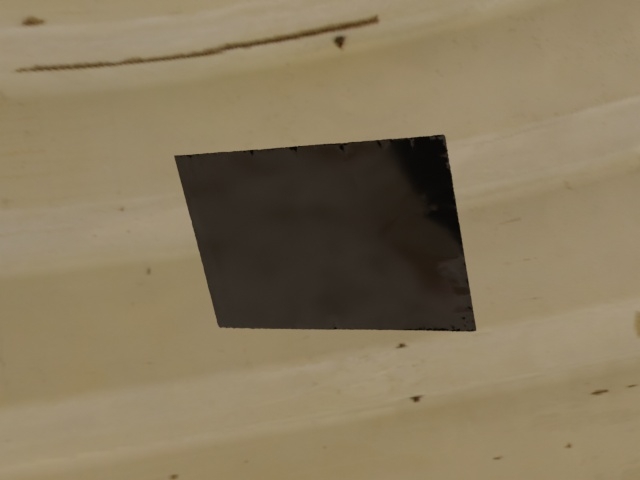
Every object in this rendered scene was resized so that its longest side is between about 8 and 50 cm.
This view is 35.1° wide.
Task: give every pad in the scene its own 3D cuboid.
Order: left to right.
[{"bbox_3d":[0.000,0.000,0.646,0.190,0.004,0.127,-2,-69,26],"label":"pad"}]
